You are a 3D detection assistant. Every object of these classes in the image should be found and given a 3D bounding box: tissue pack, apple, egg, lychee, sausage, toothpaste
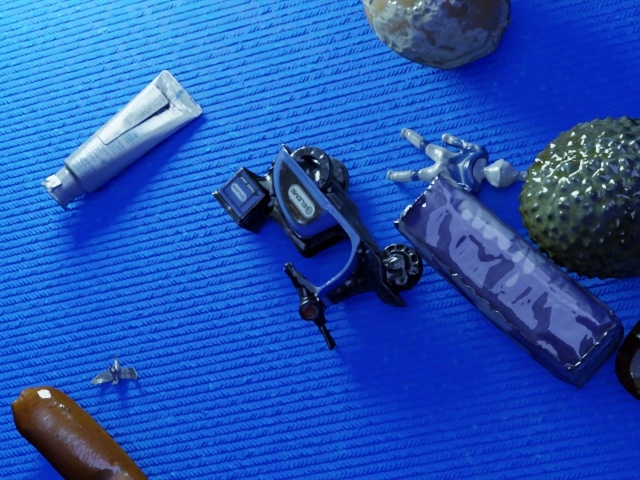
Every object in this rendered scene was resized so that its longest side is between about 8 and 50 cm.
[{"bbox_3d":[0.278,0.063,1.654,0.344,0.242,0.125,42,93,20],"label":"tissue pack"},{"bbox_3d":[0.518,0.173,1.616,0.158,0.147,0.156,31,75,1],"label":"apple"},{"bbox_3d":[0.189,-0.379,1.814,0.245,0.203,0.203,10,79,8],"label":"egg"},{"bbox_3d":[0.424,-0.066,1.643,0.255,0.274,0.255,2,71,-5],"label":"lychee"},{"bbox_3d":[-0.368,0.362,1.827,0.348,0.094,0.097,40,102,19],"label":"sausage"},{"bbox_3d":[-0.354,-0.171,1.979,0.299,0.073,0.114,-40,69,-6],"label":"toothpaste"}]

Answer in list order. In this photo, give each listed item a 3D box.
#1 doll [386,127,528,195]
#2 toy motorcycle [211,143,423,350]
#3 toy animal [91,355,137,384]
[{"bbox_3d":[0.224,-0.113,1.813,0.227,0.057,0.114,13,73,27],"label":"doll"},{"bbox_3d":[0.000,0.000,1.813,0.212,0.125,0.358,-44,68,9],"label":"toy motorcycle"},{"bbox_3d":[-0.346,0.218,1.890,0.084,0.028,0.050,-5,83,13],"label":"toy animal"}]
